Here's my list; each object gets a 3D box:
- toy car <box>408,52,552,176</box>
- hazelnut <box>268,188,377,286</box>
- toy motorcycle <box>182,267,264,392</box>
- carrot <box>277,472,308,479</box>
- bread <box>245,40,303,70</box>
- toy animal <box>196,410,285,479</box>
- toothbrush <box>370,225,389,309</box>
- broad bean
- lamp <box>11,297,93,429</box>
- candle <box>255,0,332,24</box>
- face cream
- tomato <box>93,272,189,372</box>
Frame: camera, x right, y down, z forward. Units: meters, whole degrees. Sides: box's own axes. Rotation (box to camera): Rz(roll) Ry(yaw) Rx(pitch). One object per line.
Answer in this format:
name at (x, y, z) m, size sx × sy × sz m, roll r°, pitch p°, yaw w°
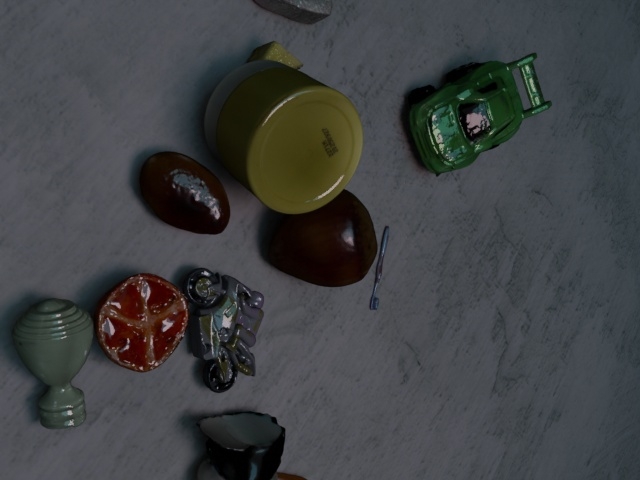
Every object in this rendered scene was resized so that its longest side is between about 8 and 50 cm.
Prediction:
toy car at (0.371, -0.305, 1.360) m, size 0.359 × 0.176 × 0.213 m, roll -33°, pitch 109°, yaw -32°
hazelnut at (0.000, 0.000, 1.080) m, size 0.208 × 0.208 × 0.208 m, roll -1°, pitch 91°, yaw -38°
toy motorcycle at (-0.159, 0.146, 1.015) m, size 0.152 × 0.073 × 0.225 m, roll -18°, pitch 101°, yaw -39°
carrot at (-0.070, 0.472, 1.116) m, size 0.142 × 0.035 × 0.035 m, roll 26°, pitch 75°, yaw -28°
bread at (-0.094, -0.302, 1.051) m, size 0.080 × 0.084 × 0.109 m, roll 36°, pitch 69°, yaw -31°
toy animal at (-0.149, 0.398, 0.997) m, size 0.166 × 0.138 × 0.179 m, roll 9°, pitch 93°, yaw -18°
toothbrush at (0.135, 0.060, 1.279) m, size 0.013 × 0.019 × 0.193 m, roll 18°, pitch 78°, yaw -36°
broad bean at (-0.225, -0.077, 0.954) m, size 0.165 × 0.084 × 0.114 m, roll 30°, pitch 75°, yaw -28°
lamp at (-0.383, 0.177, 0.829) m, size 0.106 × 0.106 × 0.193 m, roll -8°, pitch 105°, yaw -38°
candle at (-0.042, -0.499, 1.099) m, size 0.192 × 0.068 × 0.168 m, roll -51°, pitch 119°, yaw -27°
face cream at (-0.063, -0.176, 0.969) m, size 0.218 × 0.179 × 0.218 m, roll -17°, pitch 126°, yaw -26°
tomato at (-0.294, 0.126, 0.909) m, size 0.155 × 0.069 × 0.155 m, roll -1°, pitch 91°, yaw -45°
